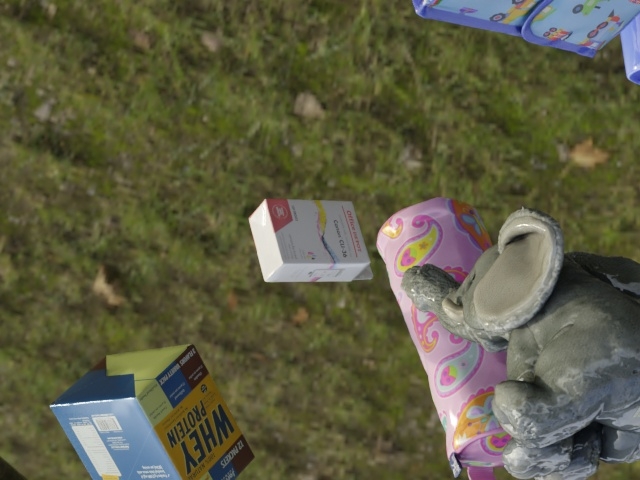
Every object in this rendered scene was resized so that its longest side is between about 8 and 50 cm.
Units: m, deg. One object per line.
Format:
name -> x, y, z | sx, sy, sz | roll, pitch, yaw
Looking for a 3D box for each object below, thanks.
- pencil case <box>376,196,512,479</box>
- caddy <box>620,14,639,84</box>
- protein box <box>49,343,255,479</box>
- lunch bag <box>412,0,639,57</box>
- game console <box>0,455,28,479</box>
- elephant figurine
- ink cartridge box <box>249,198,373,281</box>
pencil case -> 0.145, 0.097, 1.330 | 0.124, 0.284, 0.124 | -13, 151, -7
caddy -> 0.496, -0.284, 1.502 | 0.341, 0.179, 0.241 | 1, 168, -10
protein box -> -0.243, 0.277, 1.906 | 0.200, 0.136, 0.201 | -11, 113, 41
lunch bag -> 0.246, -0.296, 1.267 | 0.293, 0.138, 0.221 | 13, 134, -34
game console -> -0.441, 0.247, 1.160 | 0.342, 0.060, 0.386 | -9, -167, -31
elephant figurine -> 0.173, 0.054, 1.024 | 0.186, 0.239, 0.169 | -16, 143, -2
ink cartridge box -> 0.000, 0.000, 2.045 | 0.198, 0.115, 0.067 | 0, 151, -32
